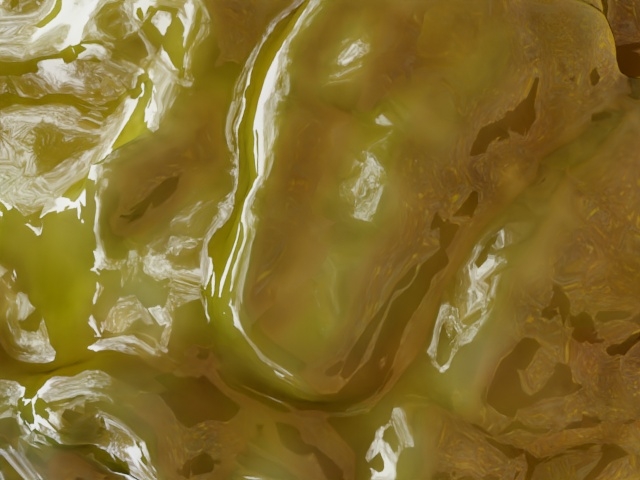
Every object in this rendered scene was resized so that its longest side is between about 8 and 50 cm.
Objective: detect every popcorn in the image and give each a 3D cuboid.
[{"bbox_3d":[-0.005,0.004,0.496,0.225,0.249,0.249,-56,-29,-15],"label":"popcorn"}]
